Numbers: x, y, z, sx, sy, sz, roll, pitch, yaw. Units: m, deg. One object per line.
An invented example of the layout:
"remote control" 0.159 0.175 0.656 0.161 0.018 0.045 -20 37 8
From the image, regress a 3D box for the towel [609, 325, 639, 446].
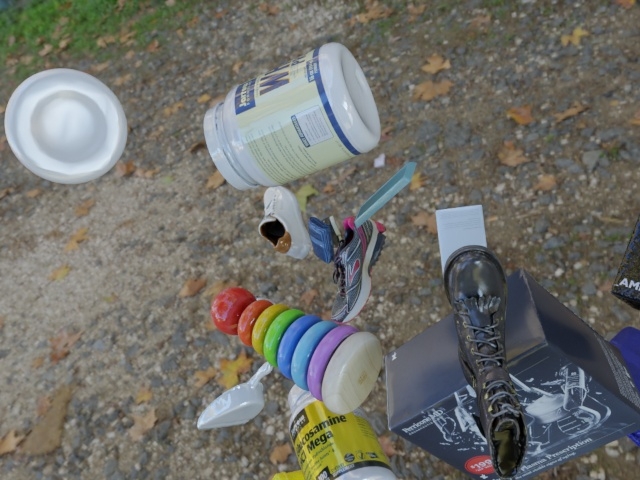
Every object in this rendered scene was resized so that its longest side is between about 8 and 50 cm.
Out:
"towel" 0.728 0.332 1.383 0.308 0.076 0.227 -18 46 -39

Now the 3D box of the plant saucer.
"plant saucer" 0.134 -0.098 1.291 0.192 0.018 0.067 -44 16 45

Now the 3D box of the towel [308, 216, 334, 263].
"towel" 0.000 0.000 1.470 0.029 0.120 0.067 -39 51 -25

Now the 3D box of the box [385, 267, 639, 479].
"box" 0.348 0.275 1.126 0.343 0.312 0.179 -41 26 30

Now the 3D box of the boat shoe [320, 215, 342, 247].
"boat shoe" 0.023 -0.019 1.920 0.079 0.233 0.084 -26 77 0

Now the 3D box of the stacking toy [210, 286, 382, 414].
"stacking toy" -0.061 0.170 1.058 0.330 0.141 0.141 21 57 34

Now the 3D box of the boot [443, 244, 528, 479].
"boot" 0.233 0.162 0.818 0.091 0.263 0.229 -10 25 9

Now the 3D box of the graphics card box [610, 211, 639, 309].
"graphics card box" 0.673 -0.042 1.139 0.094 0.232 0.371 22 90 38

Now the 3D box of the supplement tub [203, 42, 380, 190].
"supplement tub" -0.060 -0.253 1.293 0.324 0.235 0.235 -19 36 21

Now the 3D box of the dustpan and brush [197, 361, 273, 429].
"dustpan and brush" -0.154 0.322 1.277 0.211 0.147 0.060 -40 59 29

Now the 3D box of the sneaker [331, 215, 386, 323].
"sneaker" 0.078 0.080 1.653 0.120 0.112 0.299 3 77 64

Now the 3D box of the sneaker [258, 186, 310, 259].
"sneaker" -0.125 -0.071 1.718 0.106 0.123 0.290 -57 39 26

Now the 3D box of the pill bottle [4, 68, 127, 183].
"pill bottle" -0.578 -0.243 1.362 0.229 0.229 0.407 -39 20 -17

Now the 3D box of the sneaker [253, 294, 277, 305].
"sneaker" -0.128 0.214 1.592 0.094 0.235 0.090 28 65 24

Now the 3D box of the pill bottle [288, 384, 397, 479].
"pill bottle" 0.035 0.471 1.395 0.187 0.188 0.334 -28 37 -2

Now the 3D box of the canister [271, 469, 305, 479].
"canister" -0.038 0.638 1.570 0.169 0.126 0.073 -2 51 -24

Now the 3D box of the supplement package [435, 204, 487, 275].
"supplement package" 0.325 0.017 1.383 0.105 0.180 0.105 -7 -4 11
